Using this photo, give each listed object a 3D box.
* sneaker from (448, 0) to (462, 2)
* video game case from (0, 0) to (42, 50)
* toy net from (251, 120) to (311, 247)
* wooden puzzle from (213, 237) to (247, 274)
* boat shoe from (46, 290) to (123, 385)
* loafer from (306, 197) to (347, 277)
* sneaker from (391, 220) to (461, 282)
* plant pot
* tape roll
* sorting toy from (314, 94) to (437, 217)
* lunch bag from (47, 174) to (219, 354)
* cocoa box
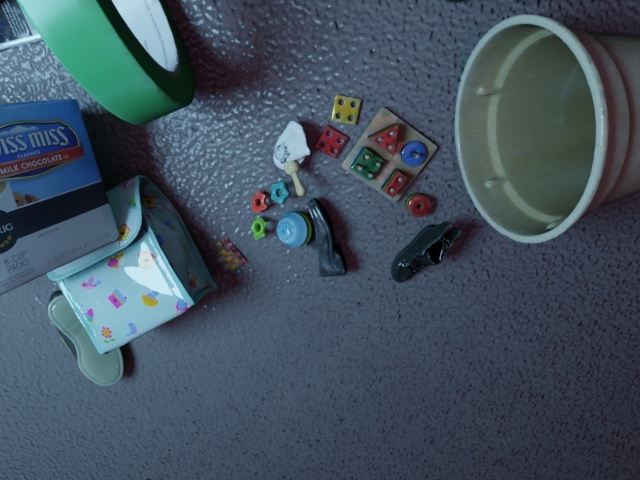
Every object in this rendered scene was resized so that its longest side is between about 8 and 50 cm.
[{"bbox_3d":[0.258,-0.504,0.651,0.101,0.106,0.267,12,109,-6],"label":"sneaker"},{"bbox_3d":[-0.498,-0.413,0.689,0.173,0.022,0.190,-13,112,2],"label":"video game case"},{"bbox_3d":[-0.066,-0.105,0.819,0.122,0.045,0.232,17,106,33],"label":"toy net"},{"bbox_3d":[-0.185,0.036,0.890,0.049,0.006,0.083,-34,109,10],"label":"wooden puzzle"},{"bbox_3d":[-0.484,0.201,0.908,0.081,0.069,0.227,-32,117,-28],"label":"boat shoe"},{"bbox_3d":[0.000,0.000,0.858,0.061,0.062,0.170,-16,108,10],"label":"loafer"},{"bbox_3d":[0.203,0.028,0.864,0.051,0.089,0.170,31,106,-14],"label":"sneaker"},{"bbox_3d":[0.435,-0.188,0.696,0.306,0.334,0.333,-11,112,-11],"label":"plant pot"},{"bbox_3d":[-0.280,-0.319,0.576,0.077,0.321,0.321,-20,111,5],"label":"tape roll"},{"bbox_3d":[0.123,-0.158,0.810,0.274,0.046,0.132,32,106,-14],"label":"sorting toy"},{"bbox_3d":[-0.355,0.037,0.804,0.223,0.160,0.262,-27,96,11],"label":"lunch bag"},{"bbox_3d":[-0.535,-0.073,0.648,0.347,0.231,0.228,3,113,24],"label":"cocoa box"}]
